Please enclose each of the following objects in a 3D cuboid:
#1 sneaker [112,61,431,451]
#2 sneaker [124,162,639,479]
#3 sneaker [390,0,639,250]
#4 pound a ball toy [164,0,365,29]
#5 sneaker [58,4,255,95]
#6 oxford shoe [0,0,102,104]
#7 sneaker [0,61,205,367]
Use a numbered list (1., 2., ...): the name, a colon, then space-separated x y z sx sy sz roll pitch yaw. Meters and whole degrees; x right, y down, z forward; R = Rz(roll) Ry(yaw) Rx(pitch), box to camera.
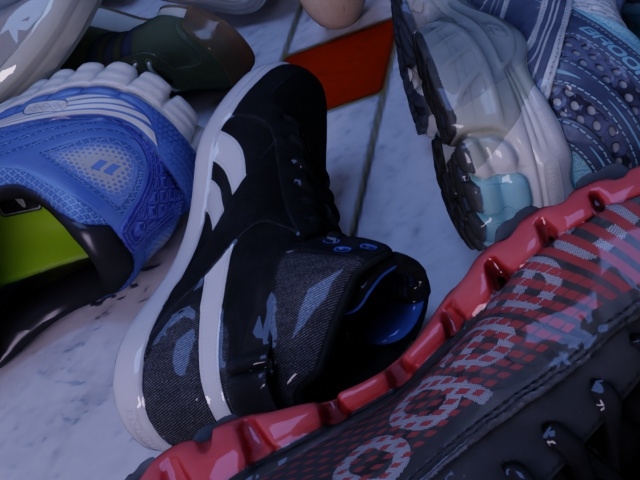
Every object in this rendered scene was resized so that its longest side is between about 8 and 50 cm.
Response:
1. sneaker: 0.000 0.000 0.580 0.121 0.079 0.217 -6 48 30
2. sneaker: 0.057 0.075 0.400 0.276 0.097 0.135 -33 31 3
3. sneaker: 0.100 -0.094 0.615 0.122 0.110 0.283 -11 36 1
4. pound a ball toy: -0.012 -0.259 0.913 0.208 0.136 0.319 15 52 20
5. sneaker: -0.124 -0.103 0.838 0.192 0.064 0.086 16 63 50
6. oxford shoe: -0.338 -0.101 0.863 0.449 0.130 0.169 -16 37 28
7. sneaker: -0.223 0.002 0.713 0.330 0.130 0.147 -14 34 27
